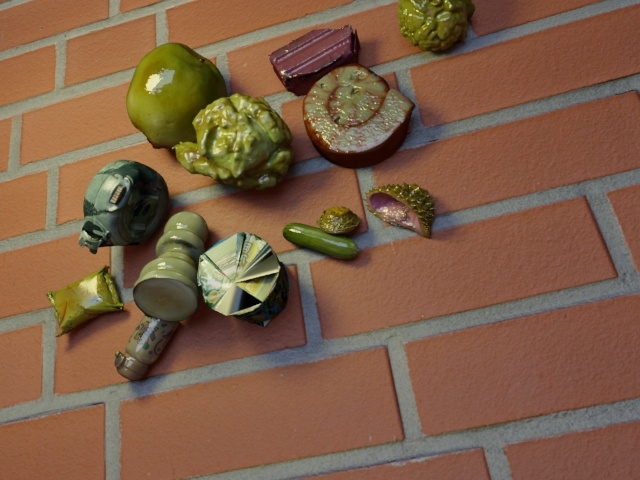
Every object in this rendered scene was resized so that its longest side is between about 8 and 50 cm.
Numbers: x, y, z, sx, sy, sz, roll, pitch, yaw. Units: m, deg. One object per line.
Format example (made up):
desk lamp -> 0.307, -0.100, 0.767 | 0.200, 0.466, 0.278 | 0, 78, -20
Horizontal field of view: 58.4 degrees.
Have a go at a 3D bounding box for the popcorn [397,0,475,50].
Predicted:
popcorn -> 0.357, -0.718, 1.764 | 0.259, 0.212, 0.258 | -4, 74, 16

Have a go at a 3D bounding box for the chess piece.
chess piece -> -0.403, 0.050, 1.629 | 0.183, 0.182, 0.330 | -9, 41, 11

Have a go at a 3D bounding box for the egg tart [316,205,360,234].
egg tart -> 0.048, -0.061, 1.619 | 0.131, 0.052, 0.130 | -4, 29, 2

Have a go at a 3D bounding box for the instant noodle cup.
instant noodle cup -> -0.195, 0.118, 1.567 | 0.241, 0.178, 0.240 | -5, 67, 12

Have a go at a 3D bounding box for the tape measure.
tape measure -> -0.576, -0.100, 1.716 | 0.147, 0.256, 0.274 | 22, 101, 20

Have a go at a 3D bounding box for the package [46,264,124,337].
package -> -0.712, 0.183, 1.721 | 0.226, 0.090, 0.168 | -28, 66, -1

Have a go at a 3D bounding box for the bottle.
bottle -> -0.495, 0.290, 1.611 | 0.097, 0.110, 0.209 | 12, 68, 52

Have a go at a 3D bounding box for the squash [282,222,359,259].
squash -> 0.000, 0.000, 1.629 | 0.239, 0.069, 0.069 | 17, 73, 20

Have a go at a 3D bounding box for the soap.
soap -> -0.002, -0.588, 1.849 | 0.289, 0.112, 0.182 | -32, 64, 0

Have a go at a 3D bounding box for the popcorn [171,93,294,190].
popcorn -> -0.241, -0.292, 1.694 | 0.336, 0.274, 0.279 | 28, 117, -2

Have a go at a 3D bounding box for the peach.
peach -> -0.462, -0.459, 1.822 | 0.316, 0.281, 0.314 | -39, 70, 7

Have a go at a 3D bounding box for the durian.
durian -> 0.230, -0.097, 1.592 | 0.182, 0.165, 0.132 | 43, 116, 48

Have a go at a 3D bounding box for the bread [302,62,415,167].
bread -> 0.099, -0.375, 1.734 | 0.295, 0.114, 0.327 | -41, 65, -3
